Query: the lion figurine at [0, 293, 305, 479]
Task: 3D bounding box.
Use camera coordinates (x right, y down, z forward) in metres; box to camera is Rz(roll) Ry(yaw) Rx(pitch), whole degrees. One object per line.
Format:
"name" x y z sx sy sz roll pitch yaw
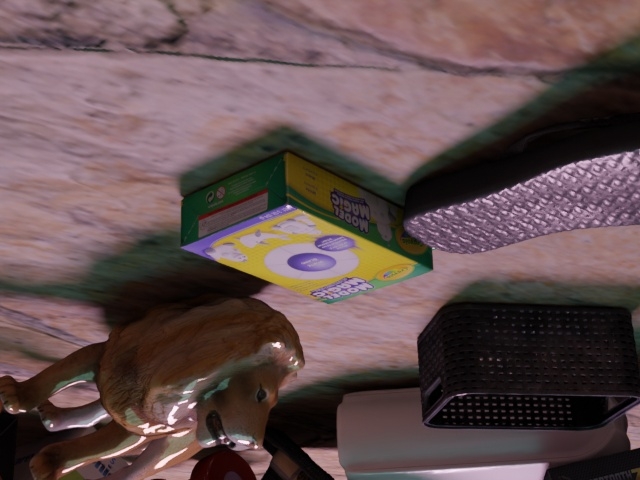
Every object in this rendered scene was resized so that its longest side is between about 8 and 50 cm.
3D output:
"lion figurine" -0.142 0.144 1.030 0.240 0.142 0.392 -22 173 -9

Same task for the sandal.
"sandal" 0.156 -0.045 0.708 0.254 0.054 0.097 -10 150 41

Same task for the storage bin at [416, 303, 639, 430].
"storage bin" 0.187 0.118 1.029 0.180 0.084 0.122 3 156 -9

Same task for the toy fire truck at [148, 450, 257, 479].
"toy fire truck" -0.155 0.425 1.411 0.169 0.254 0.302 -28 -176 32

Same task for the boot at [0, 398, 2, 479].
"boot" -0.297 0.285 1.083 0.220 0.283 0.109 19 167 2

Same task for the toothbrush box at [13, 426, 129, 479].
"toothbrush box" -0.359 0.365 1.290 0.206 0.283 0.122 -22 113 40

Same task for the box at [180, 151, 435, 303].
"box" 0.000 0.000 0.798 0.105 0.043 0.179 -21 152 37

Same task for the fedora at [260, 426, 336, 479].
"fedora" 0.006 0.369 1.298 0.334 0.152 0.334 42 171 8

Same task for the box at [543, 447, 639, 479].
"box" 0.321 0.275 1.176 0.183 0.059 0.232 -13 153 0

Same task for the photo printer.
"photo printer" 0.188 0.234 1.262 0.308 0.107 0.256 -5 156 8

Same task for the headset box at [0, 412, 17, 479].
"headset box" -0.518 0.248 1.238 0.293 0.110 0.218 -17 152 30
